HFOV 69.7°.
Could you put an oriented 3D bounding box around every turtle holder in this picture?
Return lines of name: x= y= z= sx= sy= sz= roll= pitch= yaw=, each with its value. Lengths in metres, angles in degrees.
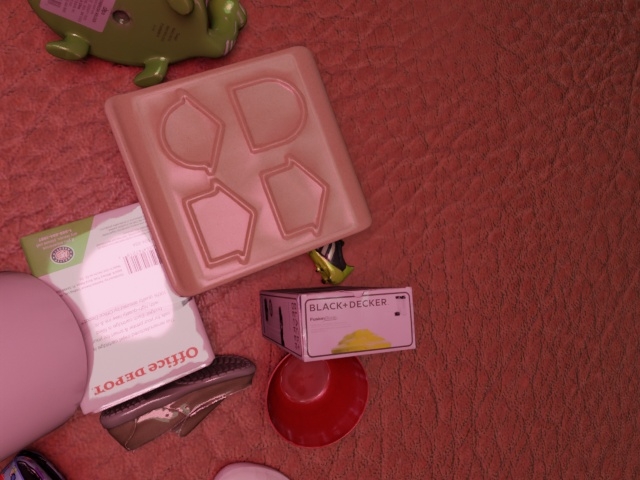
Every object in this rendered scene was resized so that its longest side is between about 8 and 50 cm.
turtle holder: x=-0.277 y=-0.411 z=0.725 sx=0.319 sy=0.243 sz=0.228 roll=-3 pitch=69 yaw=-10

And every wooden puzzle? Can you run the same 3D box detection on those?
wooden puzzle: x=-0.119 y=-0.117 z=0.749 sx=0.347 sy=0.080 sz=0.323 roll=-21 pitch=93 yaw=-17

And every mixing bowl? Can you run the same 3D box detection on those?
mixing bowl: x=-0.016 y=0.256 z=0.813 sx=0.181 sy=0.098 sz=0.182 roll=-1 pitch=93 yaw=-17

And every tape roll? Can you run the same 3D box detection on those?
tape roll: x=-0.457 y=0.171 z=0.588 sx=0.245 sy=0.169 sz=0.247 roll=2 pitch=97 yaw=17

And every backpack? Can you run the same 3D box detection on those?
backpack: x=-0.411 y=0.393 z=0.645 sx=0.116 sy=0.158 sz=0.173 roll=-32 pitch=93 yaw=-25

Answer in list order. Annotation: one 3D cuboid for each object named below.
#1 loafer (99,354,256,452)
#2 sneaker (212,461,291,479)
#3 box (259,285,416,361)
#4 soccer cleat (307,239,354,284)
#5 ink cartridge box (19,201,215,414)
loafer: x=-0.223 y=0.267 z=0.762 sx=0.251 sy=0.094 sz=0.088 roll=-18 pitch=102 yaw=-14
sneaker: x=-0.052 y=0.480 z=0.774 sx=0.290 sy=0.123 sz=0.106 roll=37 pitch=77 yaw=-10
box: x=0.008 y=0.120 z=0.738 sx=0.169 sy=0.290 sz=0.087 roll=-2 pitch=85 yaw=-19
soccer cleat: x=0.000 y=0.000 z=0.874 sx=0.072 sy=0.060 sz=0.179 roll=-36 pitch=103 yaw=-28
ink cartridge box: x=-0.309 y=0.097 z=0.728 sx=0.198 sy=0.114 sz=0.273 roll=-20 pitch=91 yaw=-18
